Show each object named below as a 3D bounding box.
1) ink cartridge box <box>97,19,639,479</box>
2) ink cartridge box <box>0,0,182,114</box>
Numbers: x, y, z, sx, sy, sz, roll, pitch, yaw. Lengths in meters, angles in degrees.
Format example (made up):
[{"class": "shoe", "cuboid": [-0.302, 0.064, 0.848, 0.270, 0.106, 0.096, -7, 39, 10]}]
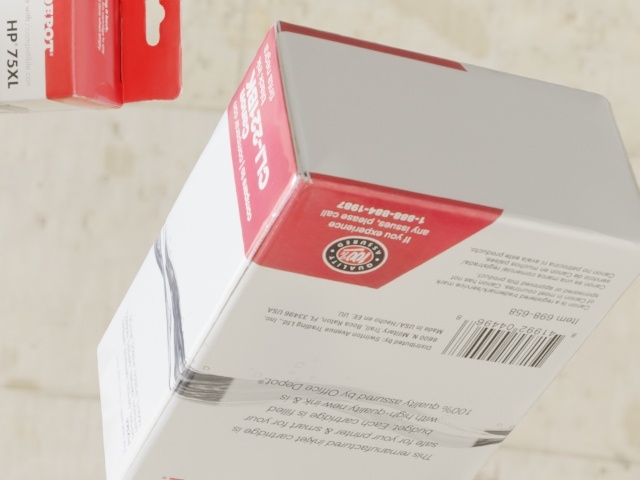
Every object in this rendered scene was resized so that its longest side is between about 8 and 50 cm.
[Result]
[{"class": "ink cartridge box", "cuboid": [0.018, 0.035, 1.016, 0.197, 0.273, 0.114, 11, -135, -23]}, {"class": "ink cartridge box", "cuboid": [-0.218, -0.160, 1.376, 0.231, 0.134, 0.078, -2, 177, 20]}]
